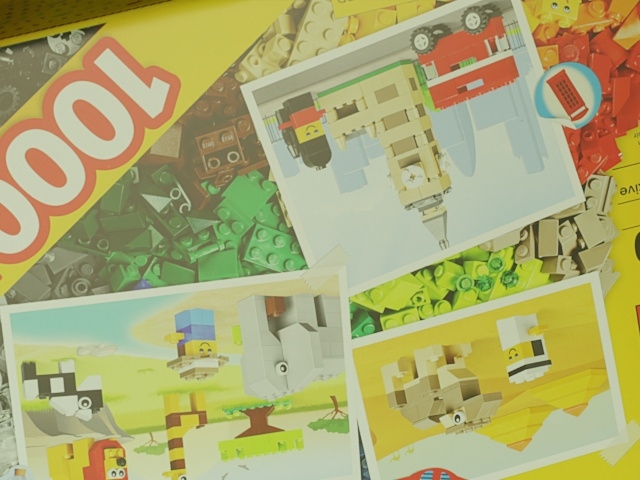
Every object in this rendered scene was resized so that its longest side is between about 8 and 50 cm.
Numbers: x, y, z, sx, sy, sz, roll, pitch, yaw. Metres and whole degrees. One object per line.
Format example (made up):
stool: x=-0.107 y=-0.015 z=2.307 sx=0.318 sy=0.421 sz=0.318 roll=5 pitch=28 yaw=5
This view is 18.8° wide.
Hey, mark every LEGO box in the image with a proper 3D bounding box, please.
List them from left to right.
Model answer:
LEGO box: x=0.000 y=0.000 z=1.207 sx=0.500 sy=0.193 sz=0.373 roll=-14 pitch=108 yaw=-6
